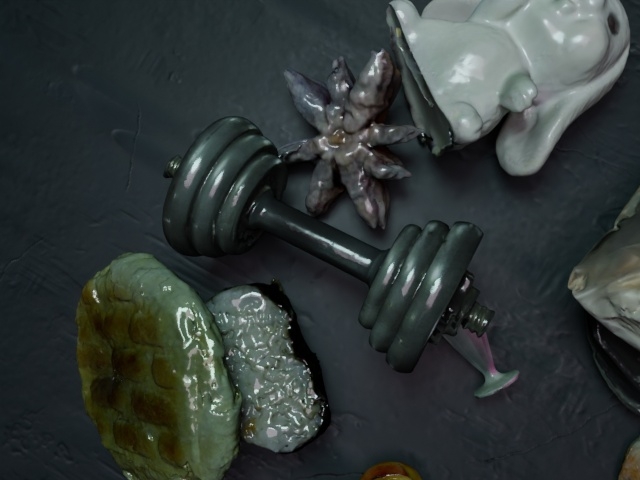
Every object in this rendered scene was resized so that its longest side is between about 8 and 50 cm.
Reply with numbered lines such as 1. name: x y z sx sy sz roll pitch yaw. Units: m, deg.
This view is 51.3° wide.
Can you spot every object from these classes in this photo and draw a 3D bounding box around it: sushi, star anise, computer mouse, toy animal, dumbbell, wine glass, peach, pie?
1. sushi: -0.075 0.160 0.825 0.147 0.115 0.212 -29 82 -1
2. star anise: 0.031 -0.130 0.827 0.229 0.093 0.236 45 123 10
3. computer mouse: 0.382 0.128 0.811 0.106 0.062 0.192 -28 88 -12
4. toy animal: 0.226 -0.200 0.804 0.289 0.174 0.249 -2 73 6
5. dumbbell: 0.000 0.000 0.743 0.406 0.179 0.179 26 88 12
6. wine glass: 0.182 0.112 0.828 0.073 0.073 0.155 -33 85 2
7. peach: 0.088 0.315 0.824 0.098 0.061 0.098 2 107 6
8. pie: -0.207 0.162 0.789 0.306 0.071 0.306 3 95 42

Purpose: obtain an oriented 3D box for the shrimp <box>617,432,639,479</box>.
1. shrimp: 0.521 0.292 0.789 0.317 0.062 0.164 -7 89 9

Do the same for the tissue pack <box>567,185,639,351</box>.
1. tissue pack: 0.517 0.035 0.728 0.375 0.195 0.390 43 74 9
